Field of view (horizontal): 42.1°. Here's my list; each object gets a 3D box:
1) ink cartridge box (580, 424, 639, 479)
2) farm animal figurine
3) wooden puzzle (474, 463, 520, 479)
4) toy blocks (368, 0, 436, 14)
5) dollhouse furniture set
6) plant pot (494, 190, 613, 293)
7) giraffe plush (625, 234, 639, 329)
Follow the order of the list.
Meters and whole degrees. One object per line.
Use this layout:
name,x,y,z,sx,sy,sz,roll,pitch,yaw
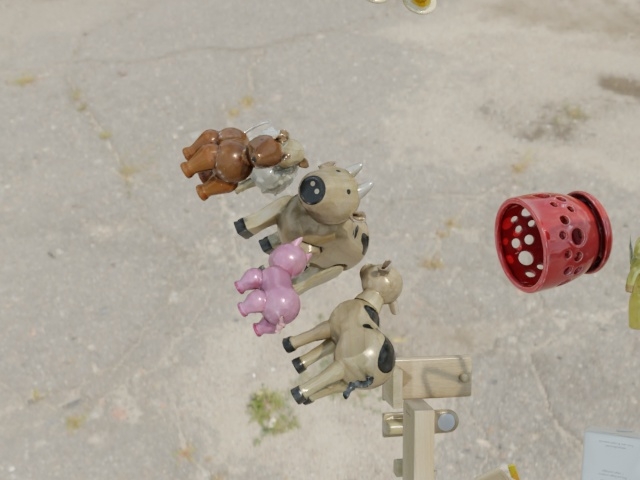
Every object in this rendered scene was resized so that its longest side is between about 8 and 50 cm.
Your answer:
ink cartridge box,0.376,0.364,1.079,0.078,0.134,0.231,4,83,22
farm animal figurine,0.000,0.000,0.959,0.172,0.330,0.327,-27,-1,7
wooden puzzle,0.384,0.531,1.819,0.116,0.079,0.014,-26,20,17
toy blocks,0.126,-0.397,1.172,0.123,0.148,0.054,12,61,-5
dollhouse furniture set,0.156,0.233,1.050,0.123,0.144,0.151,-1,5,-10
plant pot,0.461,-0.003,1.626,0.174,0.191,0.191,-9,41,-15
giraffe plush,0.655,0.066,1.506,0.170,0.210,0.181,4,60,27
